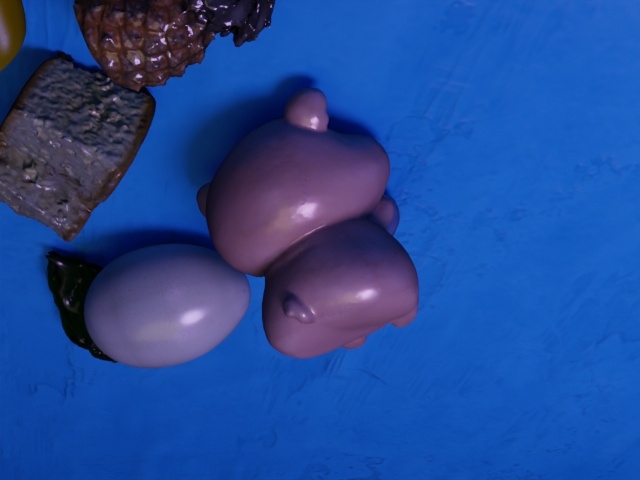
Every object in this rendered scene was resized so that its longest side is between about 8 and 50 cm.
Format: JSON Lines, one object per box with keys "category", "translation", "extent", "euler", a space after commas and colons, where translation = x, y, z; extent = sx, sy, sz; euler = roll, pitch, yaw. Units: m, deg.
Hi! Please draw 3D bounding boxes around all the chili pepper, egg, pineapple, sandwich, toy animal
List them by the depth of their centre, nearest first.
{"category": "pineapple", "translation": [-0.092, -0.216, 0.721], "extent": [0.237, 0.111, 0.119], "euler": [-22, 166, 17]}
{"category": "toy animal", "translation": [-0.011, 0.004, 0.879], "extent": [0.229, 0.221, 0.210], "euler": [33, 129, -31]}
{"category": "sandwich", "translation": [-0.283, -0.075, 0.891], "extent": [0.122, 0.128, 0.235], "euler": [32, 134, -18]}
{"category": "egg", "translation": [-0.187, 0.079, 1.044], "extent": [0.209, 0.151, 0.151], "euler": [-11, 138, 8]}
{"category": "chili pepper", "translation": [-0.313, 0.093, 1.146], "extent": [0.098, 0.061, 0.224], "euler": [5, 143, 11]}

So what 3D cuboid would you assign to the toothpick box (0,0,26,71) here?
{"category": "toothpick box", "translation": [-0.339, -0.242, 0.657], "extent": [0.175, 0.175, 0.271], "euler": [-1, 143, 7]}
